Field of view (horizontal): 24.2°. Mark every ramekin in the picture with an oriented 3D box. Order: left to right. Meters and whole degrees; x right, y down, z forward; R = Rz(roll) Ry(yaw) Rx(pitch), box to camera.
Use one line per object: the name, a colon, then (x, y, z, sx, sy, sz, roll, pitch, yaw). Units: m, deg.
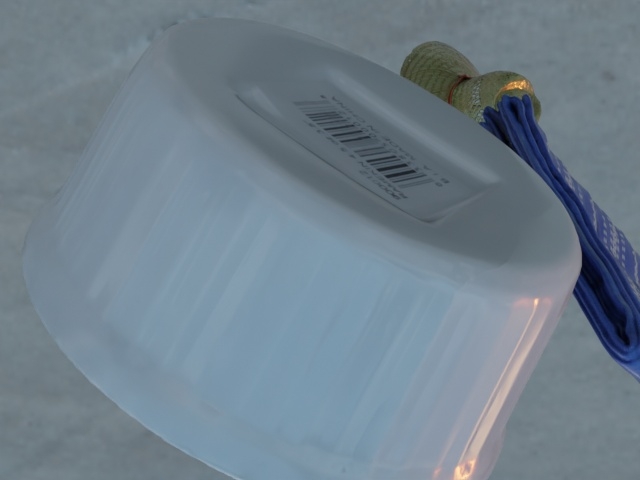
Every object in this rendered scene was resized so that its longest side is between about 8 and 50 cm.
ramekin: (0.000, 0.000, 0.774, 0.277, 0.277, 0.135, 19, 115, -23)

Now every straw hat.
straw hat: (0.122, -0.090, 1.054, 0.061, 0.144, 0.144, -24, 141, 35)

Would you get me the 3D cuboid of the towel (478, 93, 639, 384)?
towel: (0.232, 0.063, 0.986, 0.040, 0.243, 0.336, -36, 133, 14)
